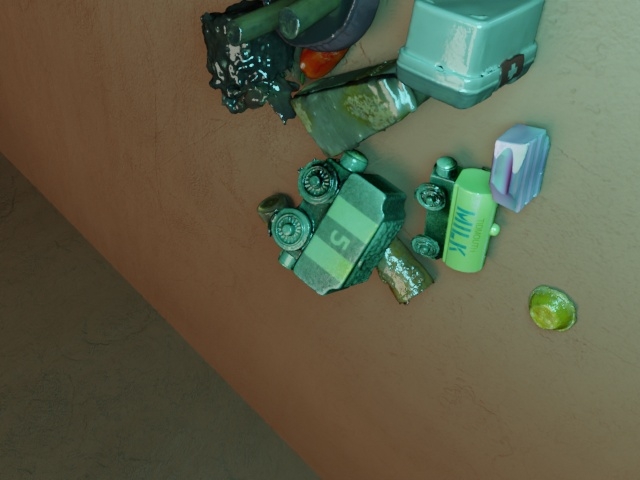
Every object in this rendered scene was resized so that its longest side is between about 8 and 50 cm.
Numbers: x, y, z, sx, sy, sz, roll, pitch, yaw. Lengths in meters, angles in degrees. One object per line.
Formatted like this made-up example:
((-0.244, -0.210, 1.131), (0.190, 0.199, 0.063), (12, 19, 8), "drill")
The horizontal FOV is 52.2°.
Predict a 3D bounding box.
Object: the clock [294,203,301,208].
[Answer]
((0.000, 0.001, 1.625), (0.145, 0.073, 0.193), (37, 146, 22), "clock")

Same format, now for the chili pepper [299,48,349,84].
((0.016, -0.370, 1.241), (0.071, 0.063, 0.272), (41, 147, -7), "chili pepper")

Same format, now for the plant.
((-0.134, -0.367, 1.322), (0.204, 0.178, 0.233), (11, 130, 44), "plant")

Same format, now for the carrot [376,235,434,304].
((0.144, 0.016, 1.456), (0.263, 0.102, 0.102), (56, 149, 6), "carrot")

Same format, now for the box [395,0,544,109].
((0.215, -0.287, 0.928), (0.148, 0.210, 0.129), (31, 136, 28), "box")

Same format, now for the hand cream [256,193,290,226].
((-0.093, -0.021, 1.726), (0.084, 0.084, 0.203), (13, 137, 46), "hand cream")

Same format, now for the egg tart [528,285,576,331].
((0.434, 0.136, 1.240), (0.105, 0.039, 0.105), (34, 144, 29), "egg tart")

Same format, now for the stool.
((-0.048, -0.443, 1.089), (0.272, 0.179, 0.271), (25, 126, 40), "stool")

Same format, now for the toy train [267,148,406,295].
((0.038, -0.038, 1.384), (0.238, 0.167, 0.299), (40, 112, 20), "toy train")

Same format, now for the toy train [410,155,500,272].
((0.262, -0.043, 1.229), (0.157, 0.105, 0.253), (20, 140, 21), "toy train")

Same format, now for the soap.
((0.321, -0.120, 1.061), (0.056, 0.100, 0.149), (30, 143, 32), "soap")

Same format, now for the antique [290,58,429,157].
((0.087, -0.256, 1.201), (0.284, 0.125, 0.150), (-8, 117, 55), "antique")
